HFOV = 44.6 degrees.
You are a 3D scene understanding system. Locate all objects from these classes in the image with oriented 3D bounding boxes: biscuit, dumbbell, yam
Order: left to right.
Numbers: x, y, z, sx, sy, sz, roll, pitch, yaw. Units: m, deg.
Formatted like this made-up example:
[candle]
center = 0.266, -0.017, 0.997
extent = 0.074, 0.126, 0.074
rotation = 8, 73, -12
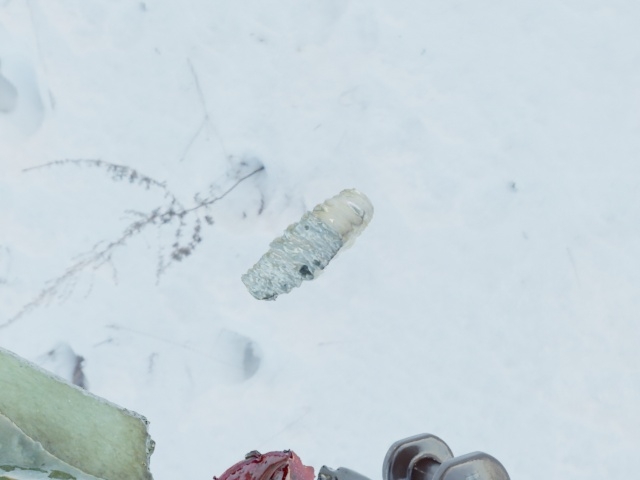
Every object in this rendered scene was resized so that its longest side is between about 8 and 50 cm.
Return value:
[yam]
center = -0.235, 0.116, 0.514
extent = 0.259, 0.106, 0.106
rotation = 8, 113, -15
[biscuit]
center = 0.000, 0.000, 1.157
extent = 0.084, 0.179, 0.281
rotation = 52, 148, 3
[dumbbell]
center = 0.202, 0.397, 1.279
extent = 0.225, 0.140, 0.124
rotation = 169, 91, -72

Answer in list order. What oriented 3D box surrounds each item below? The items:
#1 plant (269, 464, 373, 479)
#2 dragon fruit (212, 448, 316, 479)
[plant]
center = 0.026, 0.360, 0.832
extent = 0.276, 0.199, 0.189
rotation = 14, 102, 15
[dragon fruit]
center = -0.083, 0.431, 1.039
extent = 0.211, 0.262, 0.134
rotation = 47, 150, -24
